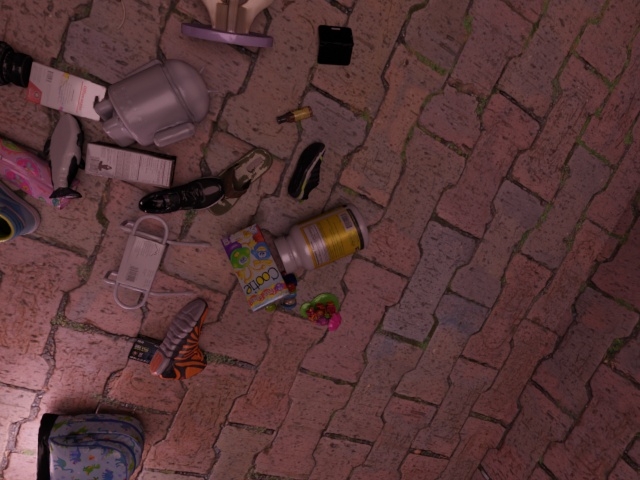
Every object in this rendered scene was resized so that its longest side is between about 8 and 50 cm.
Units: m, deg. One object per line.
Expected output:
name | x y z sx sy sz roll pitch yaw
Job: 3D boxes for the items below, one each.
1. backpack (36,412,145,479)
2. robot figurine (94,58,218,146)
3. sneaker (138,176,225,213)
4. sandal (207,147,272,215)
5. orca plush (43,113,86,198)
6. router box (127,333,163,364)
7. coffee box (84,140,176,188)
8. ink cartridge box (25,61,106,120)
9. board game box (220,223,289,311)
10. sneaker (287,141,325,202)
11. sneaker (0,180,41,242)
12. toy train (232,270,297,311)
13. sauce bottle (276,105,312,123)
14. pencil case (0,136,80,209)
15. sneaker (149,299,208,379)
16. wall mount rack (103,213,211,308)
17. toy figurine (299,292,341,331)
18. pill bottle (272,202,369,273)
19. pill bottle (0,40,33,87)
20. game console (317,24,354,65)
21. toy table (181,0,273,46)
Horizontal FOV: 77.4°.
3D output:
backpack | -0.855 0.796 1.505 0.356 0.273 0.290 3 99 -30
robot figurine | -0.494 -0.423 1.231 0.354 0.200 0.299 -29 79 -6
sneaker | -0.462 -0.137 1.337 0.284 0.124 0.107 -15 102 3
sandal | -0.295 -0.214 1.415 0.303 0.086 0.120 -45 113 2
orca plush | -0.752 -0.246 1.232 0.151 0.287 0.102 -27 157 10
router box | -0.661 0.423 1.536 0.123 0.038 0.092 25 98 -21
coffee box | -0.602 -0.245 1.290 0.247 0.141 0.098 9 104 -19
ink cartridge box | -0.764 -0.448 1.220 0.198 0.067 0.115 16 102 -18
board game box | -0.230 0.102 1.440 0.144 0.142 0.275 -26 82 -7
sneaker | -0.039 -0.253 1.496 0.097 0.084 0.234 21 102 -45
sneaker | -1.015 -0.118 1.174 0.319 0.208 0.127 40 94 -22
toy train | -0.212 0.222 1.577 0.248 0.105 0.143 -12 123 -12
sauce bottle | -0.093 -0.445 1.426 0.128 0.042 0.042 -19 111 -11
pencil case | -0.903 -0.212 1.226 0.284 0.124 0.124 35 95 -23
sneaker | -0.497 0.389 1.542 0.180 0.125 0.321 38 83 -42
wall mount rack | -0.573 0.077 1.413 0.304 0.130 0.349 20 101 -17
toy figurine | 0.016 0.307 1.628 0.173 0.159 0.130 -5 108 -14
pill bottle | 0.000 0.000 1.513 0.334 0.188 0.187 -22 111 -8
pill bottle | -0.945 -0.510 1.118 0.219 0.123 0.122 13 103 -19
game console | 0.049 -0.687 1.407 0.122 0.071 0.107 -3 78 -16
toy table | -0.273 -0.690 1.204 0.274 0.252 0.160 -6 125 -27
